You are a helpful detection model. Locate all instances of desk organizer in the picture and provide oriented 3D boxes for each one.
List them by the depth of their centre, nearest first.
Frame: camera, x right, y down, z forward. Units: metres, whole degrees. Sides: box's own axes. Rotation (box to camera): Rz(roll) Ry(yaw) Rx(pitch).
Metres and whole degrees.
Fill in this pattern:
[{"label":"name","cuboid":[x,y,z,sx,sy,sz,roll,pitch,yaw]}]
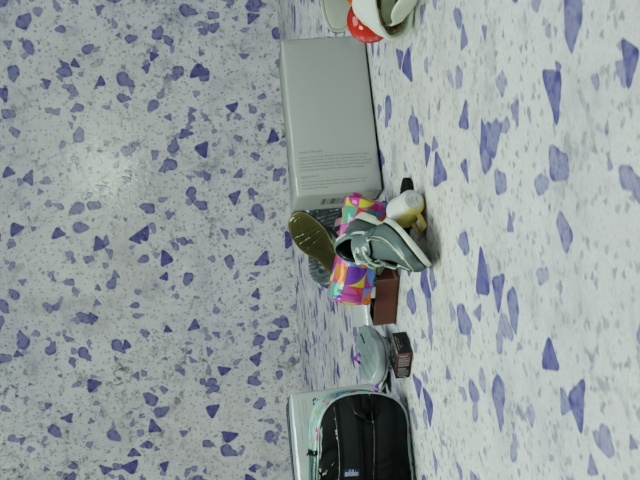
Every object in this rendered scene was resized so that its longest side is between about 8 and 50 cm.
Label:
[{"label":"desk organizer","cuboid":[0.136,0.120,1.923,0.047,0.050,0.130,-105,13,-52]}]

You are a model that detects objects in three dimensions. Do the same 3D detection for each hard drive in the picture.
[{"label":"hard drive","cuboid":[0.098,0.058,2.205,0.203,0.040,0.307,141,124,-81]}]

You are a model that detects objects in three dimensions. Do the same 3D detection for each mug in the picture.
[{"label":"mug","cuboid":[0.166,-0.058,1.633,0.062,0.078,0.064,-63,4,-24]}]

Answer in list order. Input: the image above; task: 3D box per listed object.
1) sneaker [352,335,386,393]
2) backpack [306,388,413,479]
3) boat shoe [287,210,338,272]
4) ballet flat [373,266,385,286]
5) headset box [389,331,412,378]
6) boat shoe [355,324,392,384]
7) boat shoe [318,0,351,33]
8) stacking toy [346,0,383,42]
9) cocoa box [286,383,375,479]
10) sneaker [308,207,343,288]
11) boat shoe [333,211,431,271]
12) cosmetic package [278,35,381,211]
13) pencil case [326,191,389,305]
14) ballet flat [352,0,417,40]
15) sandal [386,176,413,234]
[{"label":"sneaker","cuboid":[0.115,0.291,2.110,0.169,0.071,0.068,-104,12,-47]},{"label":"backpack","cuboid":[0.080,0.443,1.914,0.191,0.225,0.253,172,97,-77]},{"label":"boat shoe","cuboid":[0.001,0.000,2.135,0.223,0.080,0.073,45,-156,-29]},{"label":"ballet flat","cuboid":[0.122,0.008,1.978,0.070,0.070,0.188,148,115,-81]},{"label":"headset box","cuboid":[0.166,0.234,1.851,0.062,0.032,0.083,-104,10,-48]},{"label":"boat shoe","cuboid":[0.133,0.250,1.964,0.226,0.076,0.083,-97,32,-67]},{"label":"boat shoe","cuboid":[0.037,-0.589,2.049,0.079,0.095,0.254,138,128,-78]},{"label":"stacking toy","cuboid":[0.092,-0.508,1.648,0.330,0.141,0.141,84,175,-46]},{"label":"cocoa box","cuboid":[0.047,0.539,2.159,0.228,0.232,0.346,107,157,-72]},{"label":"sneaker","cuboid":[0.039,-0.017,2.379,0.131,0.112,0.318,35,-124,-51]},{"label":"boat shoe","cuboid":[0.109,0.022,1.675,0.116,0.099,0.319,51,173,-18]},{"label":"cosmetic package","cuboid":[0.017,-0.265,2.032,0.155,0.197,0.365,117,149,-77]},{"label":"pencil case","cuboid":[0.078,0.018,1.885,0.104,0.105,0.236,-167,88,-82]},{"label":"ballet flat","cuboid":[0.125,-0.481,1.456,0.400,0.139,0.139,90,172,-60]},{"label":"sandal","cuboid":[0.150,-0.048,1.757,0.067,0.040,0.179,-104,12,-48]}]
